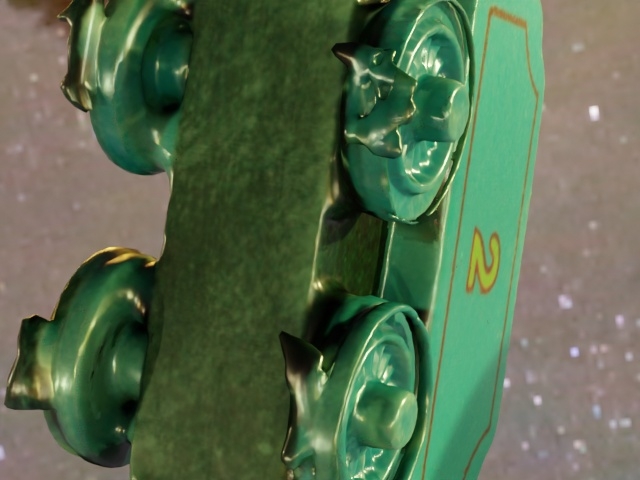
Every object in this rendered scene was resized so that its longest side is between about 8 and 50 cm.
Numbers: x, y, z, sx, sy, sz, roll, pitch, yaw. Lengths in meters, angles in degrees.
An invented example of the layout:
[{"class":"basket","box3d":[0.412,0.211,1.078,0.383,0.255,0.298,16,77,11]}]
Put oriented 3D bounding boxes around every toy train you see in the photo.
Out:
[{"class":"toy train","box3d":[0.000,0.000,0.532,0.112,0.203,0.163,12,-176,25]}]
